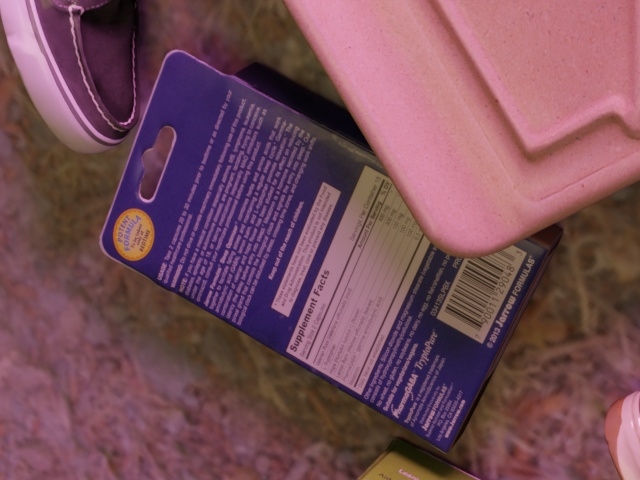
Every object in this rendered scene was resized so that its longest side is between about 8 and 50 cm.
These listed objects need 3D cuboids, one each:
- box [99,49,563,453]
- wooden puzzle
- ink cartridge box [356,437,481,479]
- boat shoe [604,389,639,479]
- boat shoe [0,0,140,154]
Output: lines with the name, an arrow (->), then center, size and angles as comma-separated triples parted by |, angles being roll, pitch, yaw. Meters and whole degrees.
box -> 0.000, 0.000, 0.946 | 0.225, 0.036, 0.136 | 29, 118, 11
wooden puzzle -> 0.127, -0.202, 0.792 | 0.347, 0.080, 0.322 | -29, 96, 26
ink cartridge box -> 0.109, 0.252, 0.953 | 0.255, 0.097, 0.189 | 25, 118, 17
boat shoe -> 0.227, 0.161, 0.879 | 0.073, 0.080, 0.224 | -36, 87, 36
boat shoe -> -0.119, -0.159, 0.922 | 0.076, 0.080, 0.229 | -5, 100, 28
